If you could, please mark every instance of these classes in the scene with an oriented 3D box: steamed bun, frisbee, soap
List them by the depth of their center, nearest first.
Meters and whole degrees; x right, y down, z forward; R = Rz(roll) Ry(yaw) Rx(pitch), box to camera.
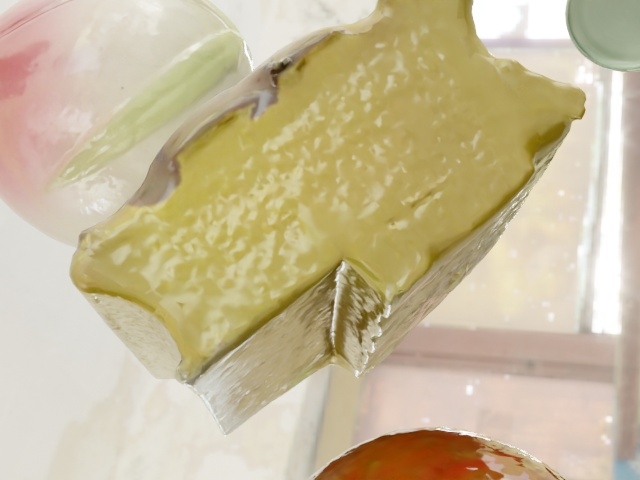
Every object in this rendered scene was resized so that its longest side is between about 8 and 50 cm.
[{"bbox_3d":[0.000,0.000,0.678,0.143,0.259,0.281,51,171,10],"label":"soap"},{"bbox_3d":[0.272,-0.200,1.020,0.014,0.110,0.110,-62,-29,-53],"label":"frisbee"},{"bbox_3d":[-0.237,-0.137,1.170,0.309,0.309,0.309,3,-90,-74],"label":"steamed bun"}]

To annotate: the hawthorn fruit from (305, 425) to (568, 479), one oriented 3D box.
[{"bbox_3d":[0.060,0.250,0.614,0.284,0.284,0.284,3,-90,-74],"label":"hawthorn fruit"}]
